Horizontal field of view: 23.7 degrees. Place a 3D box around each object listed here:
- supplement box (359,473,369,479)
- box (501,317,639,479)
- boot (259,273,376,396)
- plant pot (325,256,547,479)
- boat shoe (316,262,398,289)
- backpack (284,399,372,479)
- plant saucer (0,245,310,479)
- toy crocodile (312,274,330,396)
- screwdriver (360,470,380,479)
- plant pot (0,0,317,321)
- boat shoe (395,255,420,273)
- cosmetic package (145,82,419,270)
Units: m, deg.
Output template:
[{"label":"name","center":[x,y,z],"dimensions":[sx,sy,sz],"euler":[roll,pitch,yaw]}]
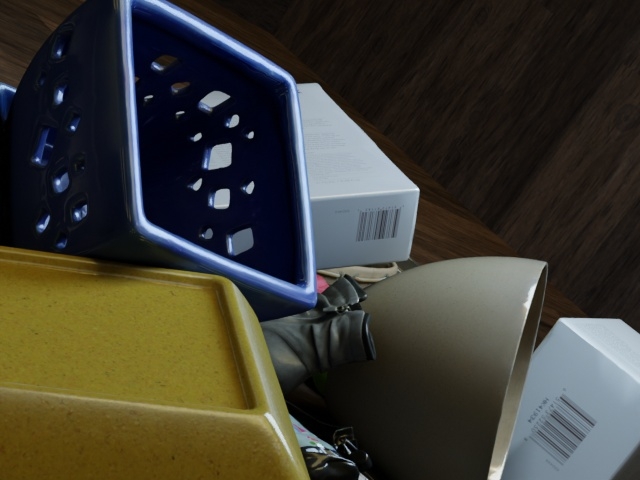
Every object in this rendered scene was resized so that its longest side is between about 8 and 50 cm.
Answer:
[{"label":"supplement box","center":[0.013,0.241,1.327],"dimensions":[0.036,0.062,0.098],"euler":[38,11,16]},{"label":"box","center":[0.346,0.230,1.946],"dimensions":[0.168,0.215,0.345],"euler":[40,12,20]},{"label":"boot","center":[-0.036,0.076,1.563],"dimensions":[0.246,0.161,0.083],"euler":[-119,-172,-54]},{"label":"plant pot","center":[0.114,0.138,1.603],"dimensions":[0.190,0.284,0.284],"euler":[14,8,11]},{"label":"boat shoe","center":[-0.035,0.014,1.958],"dimensions":[0.341,0.110,0.121],"euler":[23,17,-47]},{"label":"backpack","center":[-0.066,0.176,1.178],"dimensions":[0.115,0.152,0.182],"euler":[18,15,-44]},{"label":"plant saucer","center":[-0.170,0.089,1.052],"dimensions":[0.332,0.081,0.333],"euler":[7,20,-14]},{"label":"toy crocodile","center":[-0.010,0.088,1.757],"dimensions":[0.340,0.105,0.115],"euler":[38,12,4]},{"label":"screwdriver","center":[0.084,0.275,1.501],"dimensions":[0.170,0.024,0.025],"euler":[41,41,15]},{"label":"plant pot","center":[-0.159,-0.044,1.301],"dimensions":[0.236,0.212,0.236],"euler":[23,54,-47]},{"label":"boat shoe","center":[0.000,0.000,2.152],"dimensions":[0.307,0.104,0.110],"euler":[41,21,17]},{"label":"cosmetic package","center":[-0.126,-0.065,1.617],"dimensions":[0.377,0.097,0.284],"euler":[-5,33,-22]}]
